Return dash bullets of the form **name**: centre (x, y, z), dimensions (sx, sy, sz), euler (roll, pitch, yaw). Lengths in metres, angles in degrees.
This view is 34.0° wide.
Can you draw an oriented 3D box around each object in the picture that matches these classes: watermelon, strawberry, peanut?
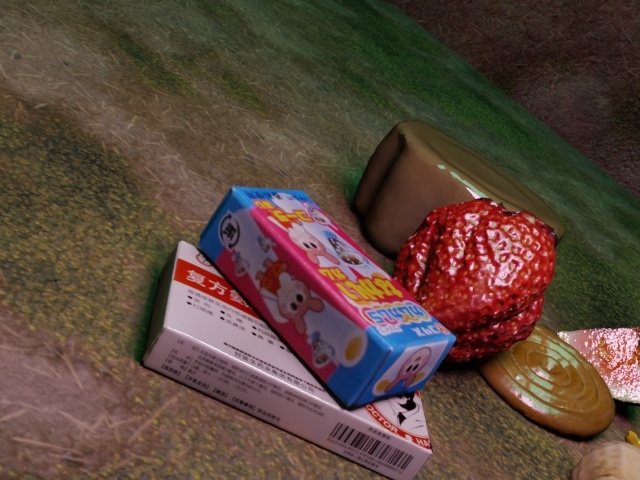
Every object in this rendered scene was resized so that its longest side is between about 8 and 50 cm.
- **watermelon**: centre (0.506, 0.229, 1.810), dimensions (0.193, 0.137, 0.145), euler (12, 63, -27)
- **strawberry**: centre (0.213, 0.066, 1.569), dimensions (0.238, 0.250, 0.288), euler (30, 54, 31)
- **peanut**: centre (0.370, 0.342, 1.334), dimensions (0.130, 0.130, 0.290), euler (36, 23, 7)

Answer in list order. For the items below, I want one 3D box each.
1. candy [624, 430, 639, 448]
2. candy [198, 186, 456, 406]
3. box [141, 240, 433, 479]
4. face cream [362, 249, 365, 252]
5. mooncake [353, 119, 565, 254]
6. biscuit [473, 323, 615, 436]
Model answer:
- **candy**: centre (0.566, 0.363, 1.628), dimensions (0.187, 0.081, 0.297), euler (45, 14, 26)
- **candy**: centre (0.005, 0.061, 1.292), dimensions (0.306, 0.100, 0.157), euler (46, 24, 27)
- **box**: centre (-0.036, 0.144, 1.274), dimensions (0.353, 0.069, 0.214), euler (29, 22, -16)
- **face cream**: centre (0.000, 0.000, 1.642), dimensions (0.244, 0.058, 0.092), euler (24, 17, -36)
- **mooncake**: centre (0.242, -0.047, 1.896), dimensions (0.378, 0.200, 0.378), euler (31, 18, -11)
- **biscuit**: centre (0.360, 0.211, 1.674), dimensions (0.262, 0.037, 0.262), euler (21, 27, -12)
